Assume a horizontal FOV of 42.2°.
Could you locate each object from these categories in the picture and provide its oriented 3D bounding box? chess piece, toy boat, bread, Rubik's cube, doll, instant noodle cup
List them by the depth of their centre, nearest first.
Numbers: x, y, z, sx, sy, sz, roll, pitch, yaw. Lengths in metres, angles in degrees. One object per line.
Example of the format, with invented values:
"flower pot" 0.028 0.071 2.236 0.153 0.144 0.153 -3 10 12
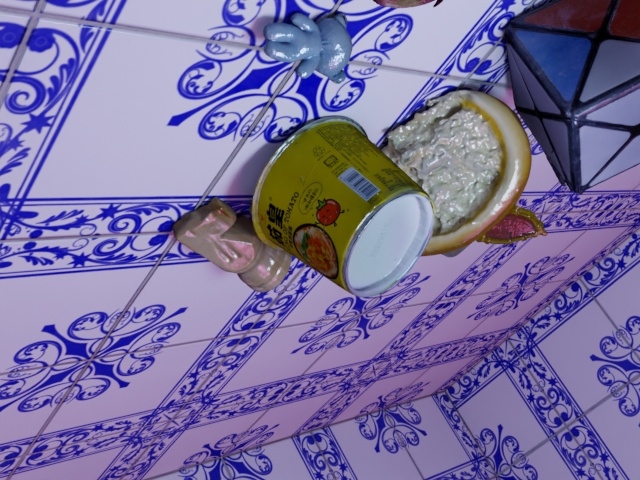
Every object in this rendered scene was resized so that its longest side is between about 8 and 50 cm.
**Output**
"doll" -0.026 -0.328 1.399 0.179 0.075 0.120 -3 104 -31
"instant noodle cup" 0.061 -0.055 1.685 0.325 0.254 0.326 -29 139 -29
"Rubik's cube" 0.592 -0.334 1.751 0.306 0.305 0.310 -25 146 3
"chess piece" -0.192 0.007 1.812 0.137 0.137 0.301 -38 144 14
"bread" 0.276 -0.162 1.922 0.424 0.329 0.245 -40 -165 17
"toy boat" 0.527 -0.040 2.366 0.317 0.099 0.141 -1 134 -43

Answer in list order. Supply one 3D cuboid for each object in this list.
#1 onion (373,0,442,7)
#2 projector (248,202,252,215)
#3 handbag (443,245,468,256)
"onion" 0.145 -0.449 1.342 0.150 0.140 0.150 7 179 0
"projector" -0.069 -0.088 1.811 0.147 0.061 0.115 -1 144 -48
"handbag" 0.406 -0.054 2.407 0.256 0.079 0.219 -44 149 22
